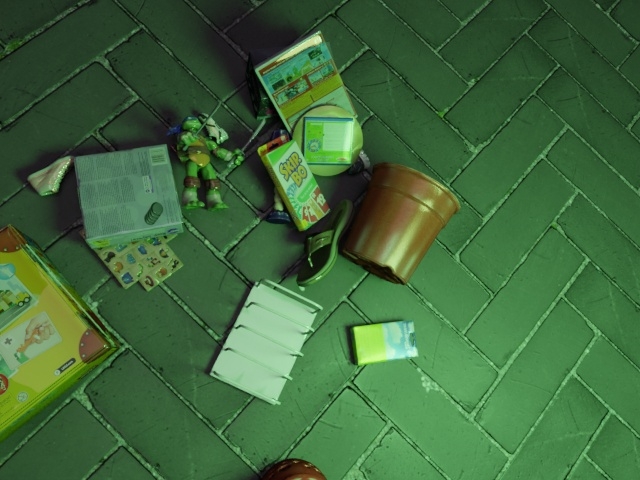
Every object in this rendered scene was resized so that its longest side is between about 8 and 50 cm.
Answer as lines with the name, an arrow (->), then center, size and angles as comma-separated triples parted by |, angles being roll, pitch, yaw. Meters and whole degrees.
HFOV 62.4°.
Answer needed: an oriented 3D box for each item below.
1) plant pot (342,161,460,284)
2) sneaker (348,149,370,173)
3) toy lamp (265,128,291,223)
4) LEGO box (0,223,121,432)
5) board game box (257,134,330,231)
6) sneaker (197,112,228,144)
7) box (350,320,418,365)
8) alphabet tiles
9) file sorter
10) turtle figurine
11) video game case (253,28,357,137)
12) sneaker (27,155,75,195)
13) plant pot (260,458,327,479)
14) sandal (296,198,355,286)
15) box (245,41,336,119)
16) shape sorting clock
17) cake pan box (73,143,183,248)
plant pot -> 0.206, -0.035, 1.481 | 0.273, 0.272, 0.265 | 30, 80, -4
sneaker -> 0.079, -0.272, 1.603 | 0.076, 0.065, 0.166 | -34, 84, -12
toy lamp -> -0.120, -0.187, 1.532 | 0.080, 0.080, 0.274 | 5, 78, -11
LEGO box -> -0.796, 0.269, 1.215 | 0.500, 0.193, 0.372 | -39, 87, -17
board game box -> -0.072, -0.167, 1.496 | 0.124, 0.039, 0.259 | -38, 105, -40
sneaker -> -0.320, -0.326, 1.540 | 0.109, 0.040, 0.043 | 44, 74, 1
box -> 0.180, 0.289, 1.498 | 0.179, 0.042, 0.108 | -5, 79, -13
alphabet tiles -> -0.492, 0.011, 1.430 | 0.198, 0.009, 0.237 | -39, 90, -21
file sorter -> -0.135, 0.259, 1.371 | 0.193, 0.173, 0.277 | 27, 72, -5
turtle figurine -> -0.293, -0.222, 1.429 | 0.275, 0.198, 0.266 | -5, 87, 5
video game case -> -0.034, -0.414, 1.490 | 0.204, 0.285, 0.025 | -31, 41, 0
sneaker -> -0.704, -0.168, 1.415 | 0.134, 0.051, 0.070 | -33, 87, -14
plant pot -> -0.058, 0.646, 1.296 | 0.191, 0.174, 0.190 | 3, 75, -10
sandal -> 0.000, -0.001, 1.486 | 0.086, 0.120, 0.302 | 39, 61, -27
box -> -0.082, -0.473, 1.572 | 0.248, 0.142, 0.163 | -12, 79, -14
shape sorting clock -> 0.021, -0.289, 1.541 | 0.207, 0.040, 0.206 | -2, 108, -7
cake pan box -> -0.513, -0.127, 1.418 | 0.246, 0.070, 0.266 | -12, 71, -16
